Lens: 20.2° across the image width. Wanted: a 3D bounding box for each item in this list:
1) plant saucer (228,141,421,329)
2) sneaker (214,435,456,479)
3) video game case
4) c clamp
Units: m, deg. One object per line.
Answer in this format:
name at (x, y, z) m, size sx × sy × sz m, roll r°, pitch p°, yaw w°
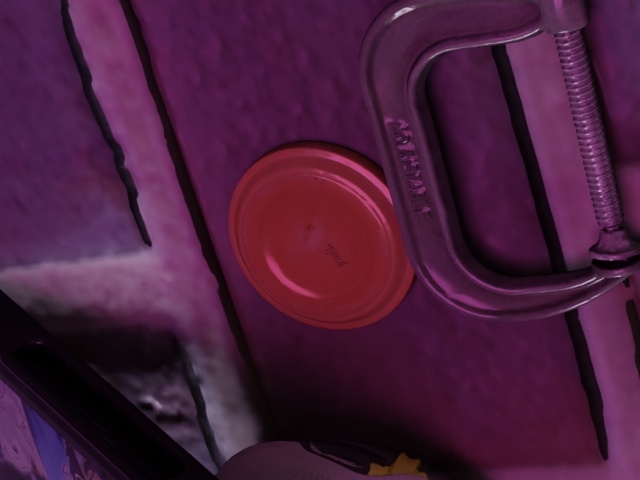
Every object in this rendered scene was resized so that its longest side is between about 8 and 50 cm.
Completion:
plant saucer at (0.000, 0.000, 0.733) m, size 0.083 × 0.013 × 0.083 m, roll 11°, pitch 121°, yaw 19°
sneaker at (0.059, 0.258, 0.764) m, size 0.145 × 0.147 × 0.384 m, roll -20°, pitch 105°, yaw 33°
video game case at (-0.090, 0.187, 0.786) m, size 0.248 × 0.035 × 0.275 m, roll 33°, pitch 133°, yaw 46°
c clamp at (0.082, -0.039, 0.667) m, size 0.137 × 0.022 × 0.160 m, roll -1°, pitch 116°, yaw 21°
